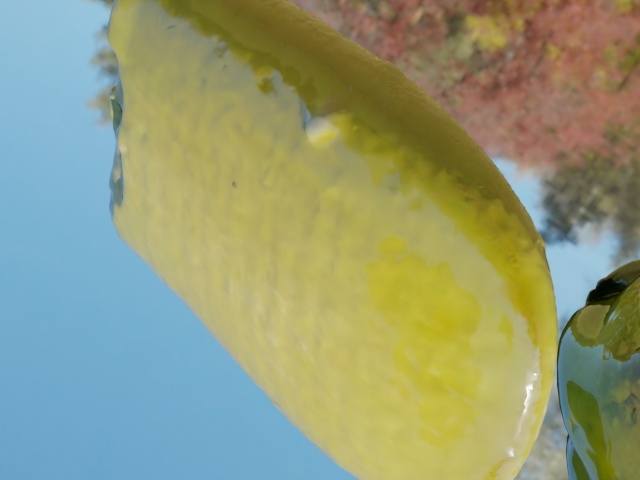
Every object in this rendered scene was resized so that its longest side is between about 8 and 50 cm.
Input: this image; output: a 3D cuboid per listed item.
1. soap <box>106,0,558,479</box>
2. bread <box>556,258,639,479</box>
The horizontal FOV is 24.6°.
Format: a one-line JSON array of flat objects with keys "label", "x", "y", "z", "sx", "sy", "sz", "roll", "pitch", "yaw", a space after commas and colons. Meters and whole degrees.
[{"label": "soap", "x": 0.002, "y": -0.001, "z": 1.021, "sx": 0.115, "sy": 0.306, "sz": 0.427, "roll": -17, "pitch": -132, "yaw": -39}, {"label": "bread", "x": 0.166, "y": 0.171, "z": 0.486, "sx": 0.166, "sy": 0.383, "sz": 0.112, "roll": -1, "pitch": -148, "yaw": 10}]
